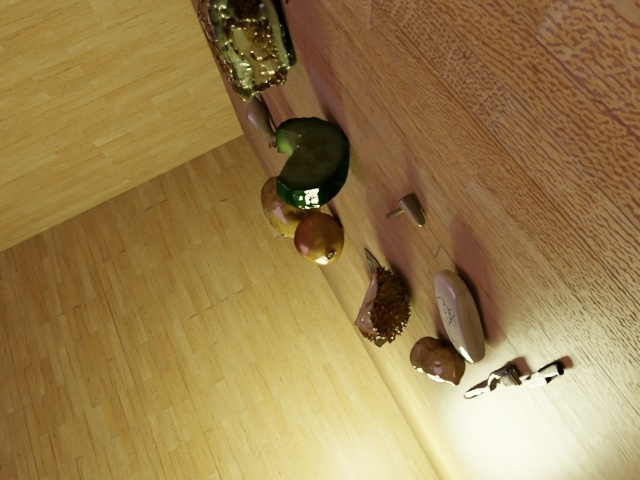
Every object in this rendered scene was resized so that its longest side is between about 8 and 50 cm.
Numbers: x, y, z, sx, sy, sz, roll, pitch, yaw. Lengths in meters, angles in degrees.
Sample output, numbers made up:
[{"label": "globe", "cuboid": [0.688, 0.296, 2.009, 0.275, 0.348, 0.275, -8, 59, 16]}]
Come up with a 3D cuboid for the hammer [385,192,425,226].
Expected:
[{"label": "hammer", "cuboid": [0.157, -0.048, 0.842, 0.060, 0.028, 0.195, 56, 177, 0]}]

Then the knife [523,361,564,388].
[{"label": "knife", "cuboid": [0.317, 0.198, 0.630, 0.170, 0.010, 0.023, 72, 175, -64]}]

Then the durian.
[{"label": "durian", "cuboid": [0.174, 0.176, 1.154, 0.137, 0.183, 0.250, 23, 159, 11]}]

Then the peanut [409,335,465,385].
[{"label": "peanut", "cuboid": [0.263, 0.276, 1.007, 0.100, 0.099, 0.214, 63, 175, -3]}]

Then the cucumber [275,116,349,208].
[{"label": "cucumber", "cuboid": [-0.019, -0.174, 1.010, 0.191, 0.191, 0.130, 60, 175, 19]}]

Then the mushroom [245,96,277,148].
[{"label": "mushroom", "cuboid": [-0.240, -0.496, 1.848, 0.225, 0.093, 0.116, 54, -170, -12]}]

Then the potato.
[{"label": "potato", "cuboid": [-0.102, -0.124, 1.762, 0.242, 0.242, 0.286, -135, 25, -69]}]

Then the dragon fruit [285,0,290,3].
[{"label": "dragon fruit", "cuboid": [-0.066, -0.450, 0.729, 0.126, 0.067, 0.112, 58, 173, 43]}]

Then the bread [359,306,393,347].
[{"label": "bread", "cuboid": [0.196, 0.297, 1.557, 0.110, 0.102, 0.157, 123, 126, -77]}]

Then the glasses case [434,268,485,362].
[{"label": "glasses case", "cuboid": [0.243, 0.134, 0.762, 0.197, 0.049, 0.076, 66, 173, -31]}]

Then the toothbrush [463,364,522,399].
[{"label": "toothbrush", "cuboid": [0.323, 0.288, 0.863, 0.037, 0.028, 0.375, 54, 171, 23]}]

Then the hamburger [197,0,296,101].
[{"label": "hamburger", "cuboid": [-0.177, -0.479, 1.018, 0.192, 0.167, 0.288, 55, 171, 38]}]

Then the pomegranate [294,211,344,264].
[{"label": "pomegranate", "cuboid": [0.001, -0.003, 1.568, 0.191, 0.191, 0.191, 61, 173, 12]}]

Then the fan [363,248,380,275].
[{"label": "fan", "cuboid": [0.185, 0.114, 1.311, 0.220, 0.009, 0.132, 55, 171, 52]}]
